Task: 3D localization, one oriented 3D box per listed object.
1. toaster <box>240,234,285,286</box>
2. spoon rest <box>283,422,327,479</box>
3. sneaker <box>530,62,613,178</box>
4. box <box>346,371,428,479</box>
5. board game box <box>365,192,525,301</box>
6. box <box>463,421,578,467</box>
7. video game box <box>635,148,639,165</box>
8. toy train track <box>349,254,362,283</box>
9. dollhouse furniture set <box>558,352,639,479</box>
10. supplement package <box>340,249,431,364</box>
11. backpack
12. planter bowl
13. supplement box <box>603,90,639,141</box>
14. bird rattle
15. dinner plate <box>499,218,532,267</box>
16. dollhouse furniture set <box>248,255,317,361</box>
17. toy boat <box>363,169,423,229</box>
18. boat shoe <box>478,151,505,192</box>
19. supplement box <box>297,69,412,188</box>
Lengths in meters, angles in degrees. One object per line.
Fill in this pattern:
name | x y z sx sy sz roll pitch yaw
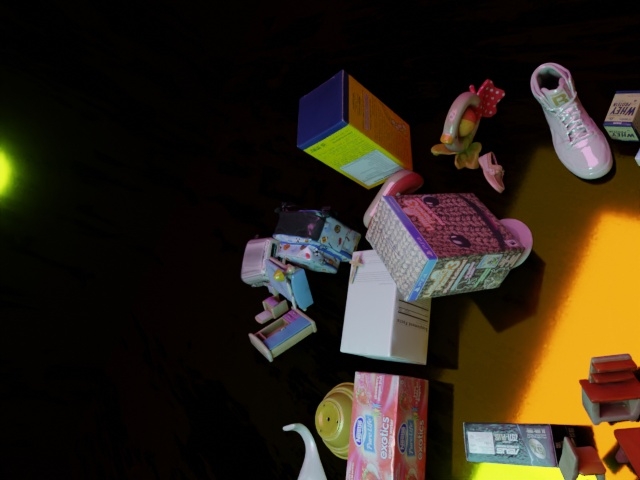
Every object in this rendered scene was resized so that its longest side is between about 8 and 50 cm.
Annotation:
toaster | -0.228 0.078 1.755 0.146 0.129 0.227 -9 64 40
spoon rest | -0.039 0.705 1.322 0.137 0.084 0.276 -31 66 36
sneaker | 0.585 -0.291 1.025 0.108 0.169 0.292 -30 54 32
box | 0.175 0.506 1.120 0.154 0.142 0.300 -10 66 45
board game box | 0.303 0.005 1.076 0.232 0.291 0.141 -118 32 -41
box | 0.418 0.424 0.896 0.180 0.147 0.077 -19 59 39
video game box | 0.793 -0.230 0.868 0.205 0.048 0.187 24 89 49
toy train track | 0.100 0.084 1.223 0.048 0.014 0.083 18 92 45
dollhouse furniture set | 0.546 0.337 0.724 0.262 0.135 0.259 -9 31 7
supplement package | 0.193 0.187 1.217 0.177 0.175 0.293 -8 67 46
backpack | 0.000 0.000 1.445 0.276 0.263 0.213 12 87 51
planter bowl | 0.050 0.535 1.280 0.217 0.090 0.217 -21 59 39
supplement box | 0.694 -0.280 0.967 0.056 0.083 0.083 22 90 50
bird rattle | 0.419 -0.333 1.209 0.143 0.207 0.253 36 110 30
dinner plate | 0.478 0.008 1.120 0.141 0.017 0.141 -23 55 39
dollhouse furniture set | -0.185 0.200 1.482 0.286 0.198 0.303 25 136 49
toy boat | 0.251 -0.102 1.341 0.151 0.151 0.231 36 102 18
boat shoe | 0.478 -0.191 1.181 0.045 0.050 0.135 -40 48 35
supplement box | 0.119 -0.343 1.397 0.194 0.356 0.195 -19 59 40
